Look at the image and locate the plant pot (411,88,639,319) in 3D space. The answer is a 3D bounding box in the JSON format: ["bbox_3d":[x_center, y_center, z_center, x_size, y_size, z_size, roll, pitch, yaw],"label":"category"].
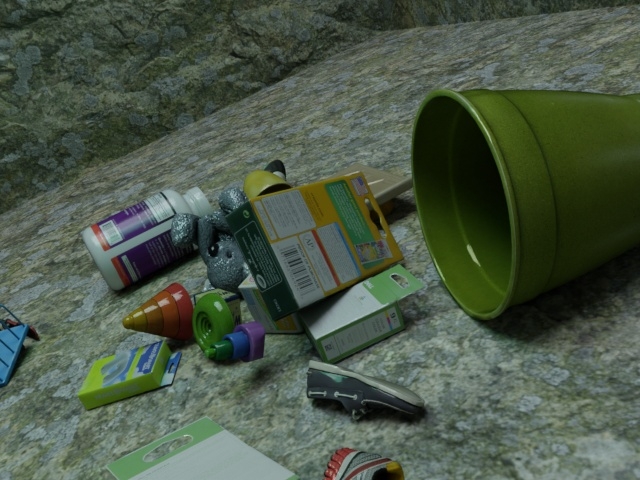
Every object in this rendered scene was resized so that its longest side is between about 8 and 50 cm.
[{"bbox_3d":[0.379,-0.093,1.043,0.352,0.367,0.366,-13,23,-10],"label":"plant pot"}]

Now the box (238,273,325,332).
[{"bbox_3d":[-0.052,0.077,1.264,0.103,0.114,0.203,-6,29,34],"label":"box"}]

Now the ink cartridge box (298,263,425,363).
[{"bbox_3d":[0.076,0.127,1.120,0.209,0.062,0.109,-25,24,-9],"label":"ink cartridge box"}]

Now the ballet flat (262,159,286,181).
[{"bbox_3d":[-0.154,-0.126,1.812,0.096,0.095,0.280,10,48,34],"label":"ballet flat"}]

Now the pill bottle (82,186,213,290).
[{"bbox_3d":[-0.442,-0.016,1.690,0.322,0.182,0.181,-29,25,-18],"label":"pill bottle"}]

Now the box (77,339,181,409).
[{"bbox_3d":[-0.365,0.255,1.236,0.178,0.042,0.109,-18,25,8],"label":"box"}]

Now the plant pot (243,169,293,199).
[{"bbox_3d":[-0.151,-0.131,1.693,0.134,0.134,0.095,-28,60,-16],"label":"plant pot"}]

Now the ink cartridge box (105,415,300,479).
[{"bbox_3d":[-0.159,0.328,0.853,0.171,0.056,0.235,-19,17,-37],"label":"ink cartridge box"}]

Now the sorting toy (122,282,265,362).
[{"bbox_3d":[-0.252,0.165,1.183,0.126,0.127,0.365,-9,12,-40],"label":"sorting toy"}]

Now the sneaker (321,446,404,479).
[{"bbox_3d":[0.032,0.323,0.720,0.092,0.088,0.225,-6,29,28],"label":"sneaker"}]

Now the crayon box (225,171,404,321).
[{"bbox_3d":[0.000,0.000,1.196,0.323,0.203,0.083,-19,-8,-47],"label":"crayon box"}]

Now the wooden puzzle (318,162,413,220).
[{"bbox_3d":[0.033,-0.077,1.573,0.322,0.081,0.348,-28,20,-15],"label":"wooden puzzle"}]

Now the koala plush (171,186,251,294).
[{"bbox_3d":[-0.204,0.037,1.443,0.196,0.203,0.221,-27,45,8],"label":"koala plush"}]

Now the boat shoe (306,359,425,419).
[{"bbox_3d":[0.060,0.231,0.949,0.206,0.075,0.065,10,81,40],"label":"boat shoe"}]

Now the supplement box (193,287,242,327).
[{"bbox_3d":[-0.201,0.146,1.265,0.056,0.083,0.083,-16,17,-39],"label":"supplement box"}]

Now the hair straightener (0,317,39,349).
[{"bbox_3d":[-0.795,0.233,1.614,0.230,0.047,0.089,12,40,42],"label":"hair straightener"}]

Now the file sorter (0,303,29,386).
[{"bbox_3d":[-0.765,0.243,1.456,0.118,0.105,0.170,-15,41,11],"label":"file sorter"}]
